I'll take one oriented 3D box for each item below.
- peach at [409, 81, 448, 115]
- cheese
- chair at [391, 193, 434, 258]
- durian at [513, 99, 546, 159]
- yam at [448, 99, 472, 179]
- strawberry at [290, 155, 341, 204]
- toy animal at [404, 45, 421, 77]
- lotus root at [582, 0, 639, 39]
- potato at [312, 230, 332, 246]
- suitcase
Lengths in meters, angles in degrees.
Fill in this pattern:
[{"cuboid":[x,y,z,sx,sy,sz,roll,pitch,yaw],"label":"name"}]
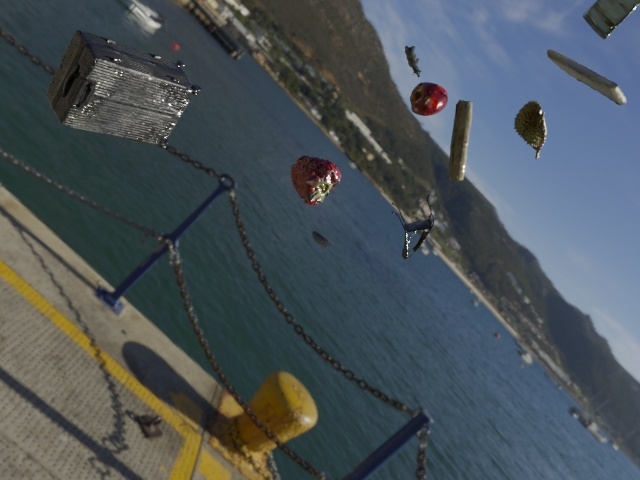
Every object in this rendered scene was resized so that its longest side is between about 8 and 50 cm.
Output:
[{"cuboid":[0.435,-0.549,2.245,0.172,0.127,0.092,-3,25,-29],"label":"peach"},{"cuboid":[0.833,-0.526,1.818,0.085,0.034,0.400,38,18,-28],"label":"cheese"},{"cuboid":[0.350,-0.044,2.134,0.174,0.149,0.213,-76,157,-67],"label":"chair"},{"cuboid":[0.728,-0.381,1.996,0.146,0.102,0.208,-82,155,-67],"label":"durian"},{"cuboid":[0.540,-0.383,2.219,0.071,0.317,0.067,12,24,25],"label":"yam"},{"cuboid":[-0.029,-0.248,2.245,0.184,0.186,0.201,-19,54,-42],"label":"strawberry"},{"cuboid":[0.374,-0.716,2.308,0.065,0.047,0.135,-75,147,-57],"label":"toy animal"},{"cuboid":[1.011,-0.805,1.973,0.119,0.235,0.138,43,3,3],"label":"lotus root"},{"cuboid":[0.000,0.001,2.336,0.093,0.037,0.036,36,-14,1],"label":"potato"},{"cuboid":[-0.531,-0.401,1.553,0.335,0.229,0.152,5,43,-50],"label":"suitcase"}]
